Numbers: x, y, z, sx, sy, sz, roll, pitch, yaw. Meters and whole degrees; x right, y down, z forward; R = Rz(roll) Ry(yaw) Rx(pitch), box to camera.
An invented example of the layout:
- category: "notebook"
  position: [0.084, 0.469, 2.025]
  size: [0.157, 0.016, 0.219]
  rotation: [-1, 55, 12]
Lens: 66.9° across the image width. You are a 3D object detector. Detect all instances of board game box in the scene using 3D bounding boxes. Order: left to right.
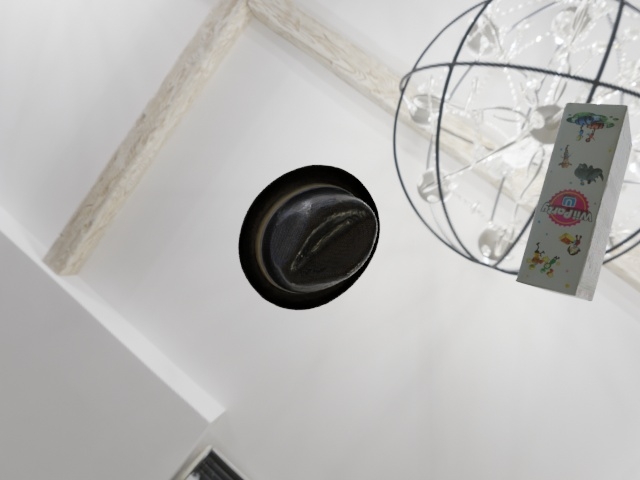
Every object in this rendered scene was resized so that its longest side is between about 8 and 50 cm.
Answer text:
- category: "board game box"
  position: [0.452, -0.054, 0.846]
  size: [0.097, 0.224, 0.304]
  rotation: [14, -90, 36]

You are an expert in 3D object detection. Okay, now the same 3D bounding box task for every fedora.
- category: "fedora"
  position: [0.000, 0.000, 1.004]
  size: [0.333, 0.152, 0.335]
  rotation: [-2, -84, -20]
